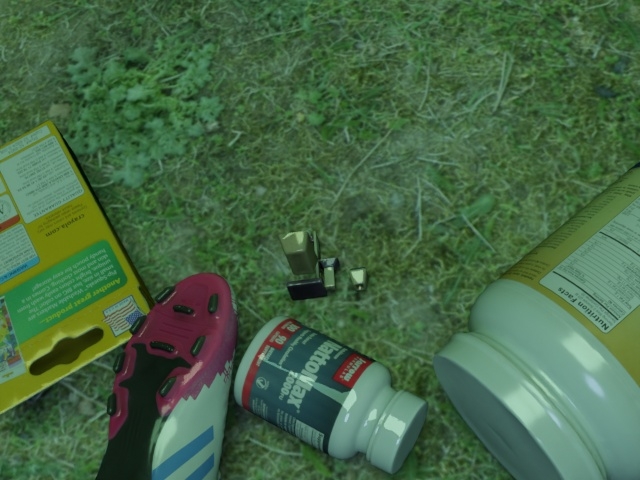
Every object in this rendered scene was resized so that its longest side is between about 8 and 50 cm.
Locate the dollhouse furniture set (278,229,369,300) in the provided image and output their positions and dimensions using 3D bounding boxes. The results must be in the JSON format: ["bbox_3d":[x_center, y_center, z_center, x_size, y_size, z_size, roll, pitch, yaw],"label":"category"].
[{"bbox_3d":[0.000,0.000,1.049,0.091,0.114,0.081,-8,58,7],"label":"dollhouse furniture set"}]

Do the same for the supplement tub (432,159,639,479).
[{"bbox_3d":[0.286,0.085,0.894,0.316,0.228,0.228,-38,64,-11],"label":"supplement tub"}]

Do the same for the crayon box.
[{"bbox_3d":[-0.331,0.037,1.098,0.203,0.083,0.323,-30,62,-7],"label":"crayon box"}]

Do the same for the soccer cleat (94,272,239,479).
[{"bbox_3d":[-0.150,0.198,0.957,0.116,0.143,0.331,3,62,31],"label":"soccer cleat"}]

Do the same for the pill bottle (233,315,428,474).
[{"bbox_3d":[0.013,0.160,0.967,0.180,0.108,0.108,24,69,19],"label":"pill bottle"}]
